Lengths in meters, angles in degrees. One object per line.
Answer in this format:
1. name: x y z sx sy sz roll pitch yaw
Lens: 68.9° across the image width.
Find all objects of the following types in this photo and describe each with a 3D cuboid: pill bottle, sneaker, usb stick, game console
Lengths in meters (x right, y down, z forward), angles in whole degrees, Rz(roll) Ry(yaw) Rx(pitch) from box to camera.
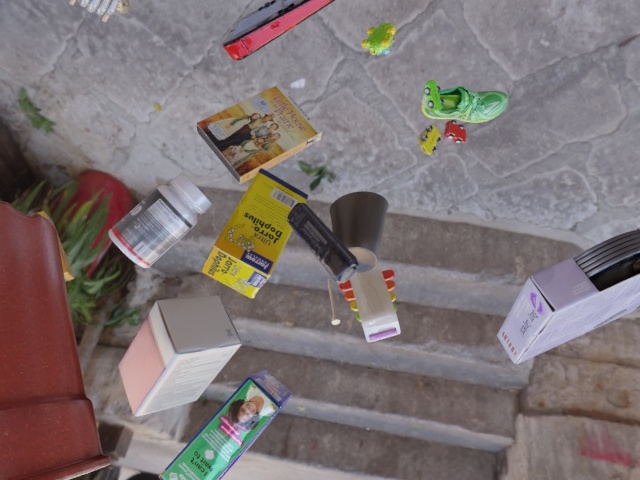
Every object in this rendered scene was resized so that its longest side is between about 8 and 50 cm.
1. pill bottle: -0.485 -0.066 1.430 0.161 0.283 0.161 45 172 8
2. sneaker: 0.504 -0.471 1.617 0.295 0.110 0.123 -3 -178 2
3. usb stick: 0.000 0.000 1.179 0.045 0.278 0.077 21 111 -47
4. game console: -0.103 -0.634 1.281 0.342 0.387 0.060 -27 122 14

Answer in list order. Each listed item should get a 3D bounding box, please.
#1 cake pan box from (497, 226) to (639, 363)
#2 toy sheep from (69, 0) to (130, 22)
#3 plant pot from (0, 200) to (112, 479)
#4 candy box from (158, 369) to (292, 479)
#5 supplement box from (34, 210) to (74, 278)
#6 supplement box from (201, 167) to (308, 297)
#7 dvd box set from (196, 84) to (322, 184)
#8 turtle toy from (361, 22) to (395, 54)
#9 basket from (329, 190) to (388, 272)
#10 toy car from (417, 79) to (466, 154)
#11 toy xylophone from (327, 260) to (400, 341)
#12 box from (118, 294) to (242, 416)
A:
1. cake pan box: 0.423 0.087 0.735 0.245 0.070 0.267 -25 149 -4
2. toy sheep: -0.421 -0.466 0.869 0.132 0.091 0.091 14 152 -41
3. plant pot: -0.363 0.115 0.451 0.272 0.265 0.272 -13 163 -4
4. candy box: -0.232 0.506 1.235 0.122 0.317 0.268 40 172 10
5. supplement box: -0.836 0.048 1.311 0.194 0.191 0.129 -21 176 -22
6. supplement box: -0.212 -0.027 1.546 0.195 0.357 0.194 29 143 -8
7. dvd box set: -0.245 -0.446 1.913 0.308 0.420 0.062 51 155 13
8. turtle toy: 0.191 -0.623 1.438 0.095 0.130 0.066 15 163 33
9. basket: 0.120 -0.023 1.501 0.204 0.227 0.154 -14 135 21
10. toy car: 0.375 -0.406 1.525 0.053 0.239 0.225 -4 106 52
11. toy xylophone: 0.148 0.197 1.603 0.236 0.323 0.081 -10 133 9
12. box: -0.293 0.234 0.958 0.148 0.127 0.232 2 136 -46
